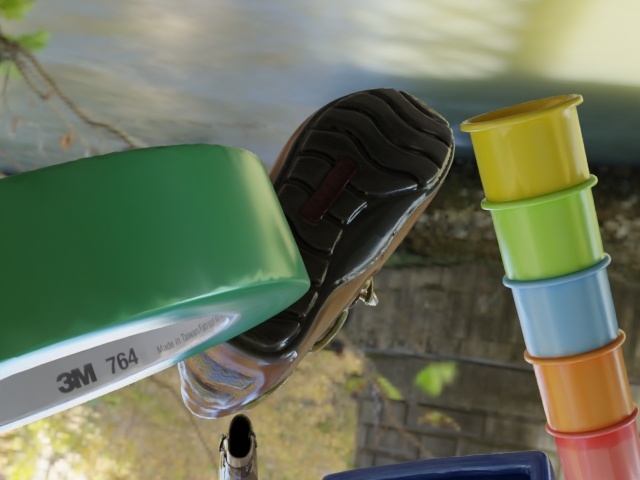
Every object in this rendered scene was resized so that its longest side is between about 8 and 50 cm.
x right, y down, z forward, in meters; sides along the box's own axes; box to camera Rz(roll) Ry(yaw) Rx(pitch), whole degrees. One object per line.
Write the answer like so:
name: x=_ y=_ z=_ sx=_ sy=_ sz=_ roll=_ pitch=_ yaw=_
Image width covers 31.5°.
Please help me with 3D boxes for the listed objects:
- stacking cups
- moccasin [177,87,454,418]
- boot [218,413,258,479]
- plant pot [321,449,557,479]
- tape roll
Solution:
stacking cups: x=0.192 y=0.049 z=0.885 sx=0.096 sy=0.316 sz=0.096 roll=-15 pitch=-169 yaw=3
moccasin: x=0.003 y=0.002 z=0.967 sx=0.139 sy=0.380 sz=0.147 roll=30 pitch=140 yaw=0
boot: x=-0.071 y=0.213 z=0.976 sx=0.042 sy=0.118 sz=0.087 roll=-2 pitch=130 yaw=-10
plant pot: x=0.125 y=0.357 z=1.054 sx=0.235 sy=0.236 sz=0.212 roll=-11 pitch=131 yaw=21
tape roll: x=-0.166 y=0.049 z=0.606 sx=0.321 sy=0.077 sz=0.321 roll=-21 pitch=172 yaw=-3
